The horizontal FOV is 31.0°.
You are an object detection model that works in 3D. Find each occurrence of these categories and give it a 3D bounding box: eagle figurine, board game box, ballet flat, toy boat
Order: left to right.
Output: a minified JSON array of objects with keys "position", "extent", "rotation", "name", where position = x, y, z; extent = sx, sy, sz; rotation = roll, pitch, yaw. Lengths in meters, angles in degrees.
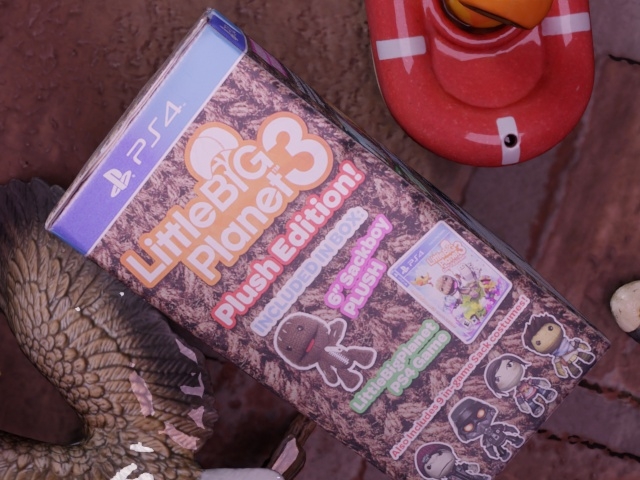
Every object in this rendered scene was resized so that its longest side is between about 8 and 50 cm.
[{"position":[-0.163,0.132,0.772],"extent":[0.298,0.226,0.225],"rotation":[41,117,-17],"name":"eagle figurine"},{"position":[0.000,0.000,0.730],"extent":[0.291,0.232,0.141],"rotation":[38,97,-11],"name":"board game box"},{"position":[0.108,-0.160,0.744],"extent":[0.151,0.151,0.231],"rotation":[-10,103,-2],"name":"toy boat"},{"position":[0.297,0.074,0.866],"extent":[0.173,0.049,0.057],"rotation":[23,99,-10],"name":"ballet flat"}]
